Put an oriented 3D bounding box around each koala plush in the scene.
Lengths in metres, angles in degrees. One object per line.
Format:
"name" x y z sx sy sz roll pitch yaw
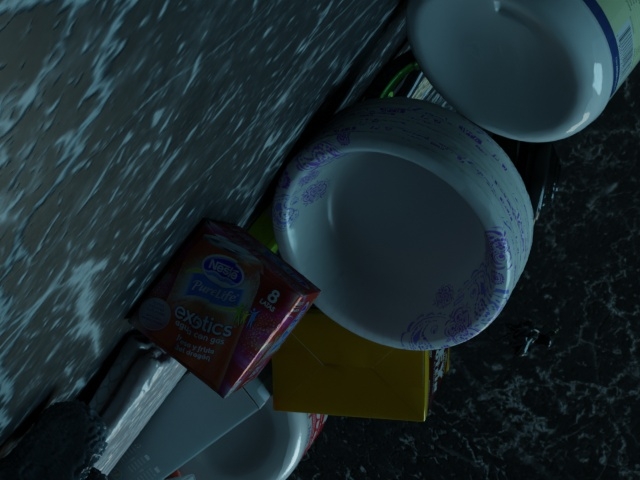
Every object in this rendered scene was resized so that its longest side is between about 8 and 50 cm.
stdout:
"koala plush" -0.256 0.295 1.354 0.203 0.196 0.221 -35 168 -33

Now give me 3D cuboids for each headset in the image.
"headset" 0.186 -0.052 1.826 0.243 0.394 0.185 -19 -179 8

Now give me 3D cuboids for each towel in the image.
"towel" -0.249 0.223 1.641 0.317 0.053 0.332 -53 177 4

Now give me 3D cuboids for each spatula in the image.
"spatula" 0.078 -0.154 2.164 0.296 0.030 0.084 -53 177 11

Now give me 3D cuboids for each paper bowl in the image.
"paper bowl" 0.099 -0.029 1.681 0.284 0.284 0.148 -55 180 43

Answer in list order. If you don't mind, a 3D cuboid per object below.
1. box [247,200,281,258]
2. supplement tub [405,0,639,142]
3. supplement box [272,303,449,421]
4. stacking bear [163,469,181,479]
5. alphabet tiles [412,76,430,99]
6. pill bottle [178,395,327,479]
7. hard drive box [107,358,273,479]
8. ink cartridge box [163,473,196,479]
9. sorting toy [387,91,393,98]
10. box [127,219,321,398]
"box" -0.071 0.009 1.843 0.109 0.042 0.178 -51 176 -1
"supplement tub" 0.266 -0.286 1.603 0.325 0.235 0.235 -50 176 -31
"supplement box" 0.055 0.128 1.879 0.194 0.191 0.129 -46 137 -71
"stacking bear" -0.312 0.453 2.352 0.164 0.175 0.289 -19 173 -24
"alphabet tiles" 0.195 -0.295 2.313 0.278 0.021 0.284 -52 176 -7
"pill bottle" -0.107 0.269 2.458 0.229 0.229 0.407 -52 176 10
"hard drive box" -0.163 0.213 1.896 0.232 0.089 0.181 -38 -179 19
"ink cartridge box" -0.312 0.386 1.870 0.238 0.060 0.275 -15 -172 35
"sorting toy" 0.071 -0.173 2.047 0.083 0.012 0.062 -52 176 3
"box" -0.090 0.066 1.517 0.128 0.122 0.257 -53 176 1
